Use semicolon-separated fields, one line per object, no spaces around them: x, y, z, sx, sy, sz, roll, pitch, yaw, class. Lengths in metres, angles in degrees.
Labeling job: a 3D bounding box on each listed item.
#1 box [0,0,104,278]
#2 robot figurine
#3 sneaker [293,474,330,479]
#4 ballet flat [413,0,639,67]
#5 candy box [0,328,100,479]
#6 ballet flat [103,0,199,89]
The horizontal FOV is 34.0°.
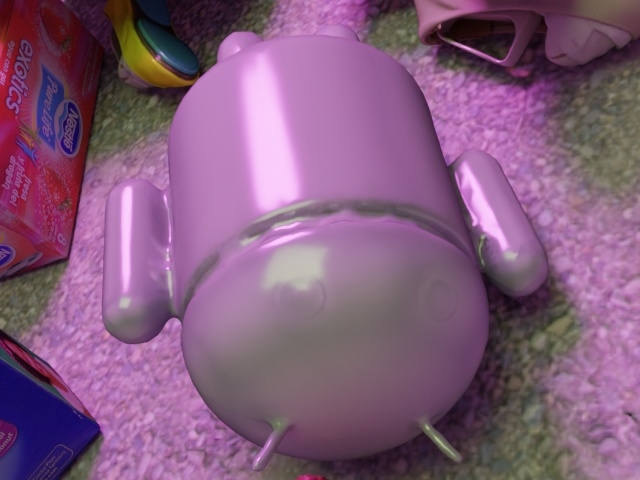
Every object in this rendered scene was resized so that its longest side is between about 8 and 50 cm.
-0.337;-0.116;1.063;0.154;0.142;0.300;-18;50;20;box
0.000;0.000;0.723;0.300;0.200;0.353;-8;49;-2;robot figurine
0.012;0.271;0.548;0.112;0.121;0.299;-24;60;23;sneaker
0.178;-0.176;0.837;0.248;0.086;0.086;14;66;40;ballet flat
-0.367;0.145;0.766;0.268;0.317;0.122;-49;46;-9;candy box
-0.183;-0.203;1.090;0.077;0.077;0.231;-50;39;21;ballet flat
